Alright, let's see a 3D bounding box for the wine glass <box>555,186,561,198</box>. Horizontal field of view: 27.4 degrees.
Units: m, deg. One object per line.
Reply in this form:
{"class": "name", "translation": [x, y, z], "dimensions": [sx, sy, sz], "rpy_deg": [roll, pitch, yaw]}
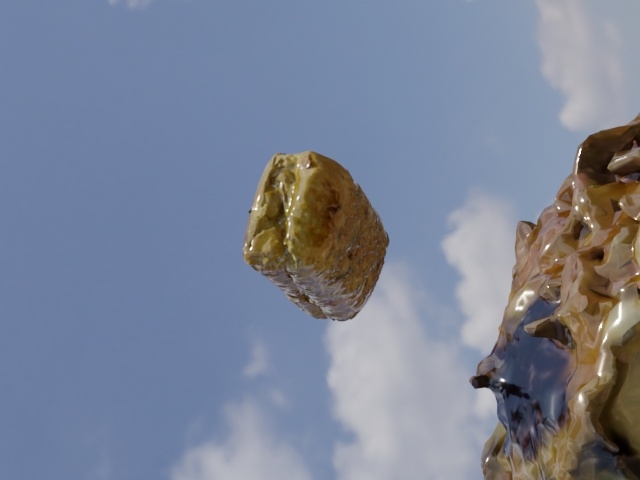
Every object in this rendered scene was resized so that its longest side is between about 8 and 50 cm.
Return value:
{"class": "wine glass", "translation": [0.233, 0.021, 1.031], "dimensions": [0.073, 0.073, 0.155], "rpy_deg": [-81, -23, -54]}

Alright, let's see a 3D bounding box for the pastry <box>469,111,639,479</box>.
{"class": "pastry", "translation": [0.271, 0.038, 0.585], "dimensions": [0.337, 0.405, 0.293], "rpy_deg": [-41, -67, -62]}

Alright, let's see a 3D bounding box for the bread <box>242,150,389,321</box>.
{"class": "bread", "translation": [0.000, 0.000, 1.144], "dimensions": [0.211, 0.083, 0.114], "rpy_deg": [43, -117, -68]}
